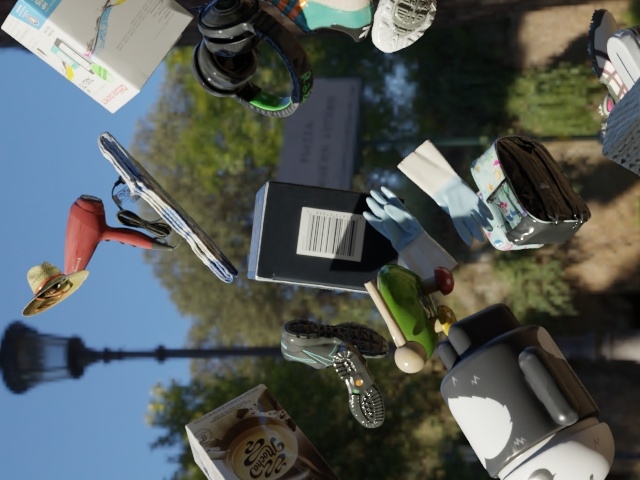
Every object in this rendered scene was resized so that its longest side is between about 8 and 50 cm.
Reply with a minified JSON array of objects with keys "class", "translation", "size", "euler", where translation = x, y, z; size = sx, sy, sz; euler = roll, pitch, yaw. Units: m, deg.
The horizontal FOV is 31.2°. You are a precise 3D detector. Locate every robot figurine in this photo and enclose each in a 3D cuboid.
[{"class":"robot figurine","translation":[0.269,0.226,1.534],"size":[0.278,0.174,0.209],"euler":[59,-163,22]}]

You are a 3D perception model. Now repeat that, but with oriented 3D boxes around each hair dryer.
[{"class":"hair dryer","translation":[-0.456,-0.016,2.536],"size":[0.223,0.294,0.080],"euler":[54,177,-12]}]

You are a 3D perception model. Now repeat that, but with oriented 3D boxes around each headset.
[{"class":"headset","translation":[-0.171,-0.416,2.300],"size":[0.185,0.394,0.243],"euler":[-51,-10,-30]}]

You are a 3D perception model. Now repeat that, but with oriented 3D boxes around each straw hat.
[{"class":"straw hat","translation":[-0.475,0.070,1.983],"size":[0.061,0.144,0.144],"euler":[55,-170,8]}]

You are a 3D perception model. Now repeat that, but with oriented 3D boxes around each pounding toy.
[{"class":"pounding toy","translation":[0.176,0.116,1.929],"size":[0.237,0.110,0.182],"euler":[-23,-88,-74]}]

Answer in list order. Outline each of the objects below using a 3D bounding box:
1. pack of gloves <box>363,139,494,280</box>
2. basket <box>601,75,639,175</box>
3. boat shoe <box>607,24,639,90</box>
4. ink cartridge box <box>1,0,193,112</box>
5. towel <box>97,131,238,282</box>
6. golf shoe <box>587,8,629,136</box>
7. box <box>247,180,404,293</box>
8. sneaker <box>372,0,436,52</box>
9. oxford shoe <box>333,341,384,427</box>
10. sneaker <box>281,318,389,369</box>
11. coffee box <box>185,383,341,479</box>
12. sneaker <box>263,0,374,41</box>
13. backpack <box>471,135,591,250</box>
[{"class":"pack of gloves","translation":[0.211,-0.047,2.218],"size":[0.232,0.195,0.046],"euler":[51,-173,20]},{"class":"basket","translation":[0.517,-0.188,1.753],"size":[0.167,0.103,0.113],"euler":[123,169,-55]},{"class":"boat shoe","translation":[0.631,-0.241,1.990],"size":[0.335,0.119,0.121],"euler":[63,177,9]},{"class":"ink cartridge box","translation":[-0.423,-0.414,2.173],"size":[0.197,0.270,0.198],"euler":[-58,17,-20]},{"class":"towel","translation":[-0.260,-0.055,1.940],"size":[0.285,0.034,0.209],"euler":[49,178,-40]},{"class":"golf shoe","translation":[0.611,-0.336,2.289],"size":[0.105,0.120,0.272],"euler":[-28,-74,-57]},{"class":"box","translation":[0.000,0.000,2.516],"size":[0.395,0.294,0.211],"euler":[170,107,-84]},{"class":"sneaker","translation":[0.136,-0.411,1.880],"size":[0.090,0.115,0.232],"euler":[28,-100,-28]},{"class":"oxford shoe","translation":[0.099,0.336,2.700],"size":[0.096,0.083,0.227],"euler":[-80,-28,-69]},{"class":"sneaker","translation":[0.032,0.259,2.804],"size":[0.101,0.268,0.106],"euler":[-87,7,-57]},{"class":"coffee box","translation":[-0.089,0.413,2.005],"size":[0.297,0.168,0.118],"euler":[45,154,40]},{"class":"sneaker","translation":[-0.042,-0.432,2.040],"size":[0.108,0.302,0.121],"euler":[-48,-31,-35]},{"class":"backpack","translation":[0.454,-0.106,2.567],"size":[0.225,0.191,0.253],"euler":[-5,-117,-40]}]
